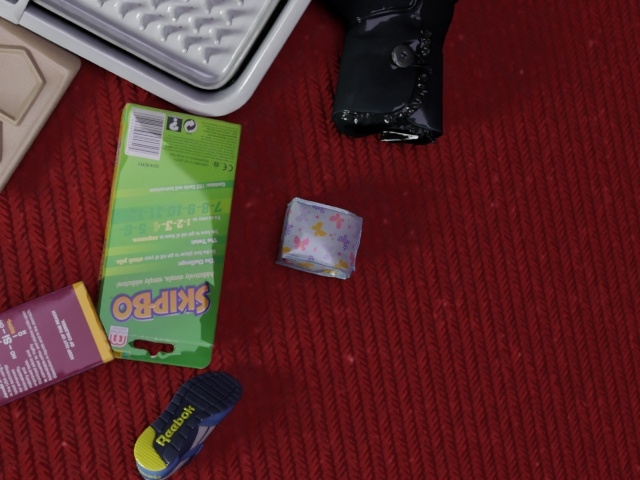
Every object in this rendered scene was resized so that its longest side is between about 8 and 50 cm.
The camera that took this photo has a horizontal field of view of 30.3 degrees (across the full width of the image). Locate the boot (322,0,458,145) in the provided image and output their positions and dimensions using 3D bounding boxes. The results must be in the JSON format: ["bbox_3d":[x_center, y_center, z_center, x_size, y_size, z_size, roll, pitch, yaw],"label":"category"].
[{"bbox_3d":[0.039,-0.224,1.284,0.246,0.094,0.207,17,75,-24],"label":"boot"}]

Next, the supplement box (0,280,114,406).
[{"bbox_3d":[-0.294,0.109,1.104,0.188,0.104,0.081,-22,90,-11],"label":"supplement box"}]

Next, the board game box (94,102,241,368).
[{"bbox_3d":[-0.159,-0.003,1.219,0.124,0.039,0.260,10,78,-18],"label":"board game box"}]

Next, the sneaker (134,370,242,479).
[{"bbox_3d":[-0.136,0.189,1.200,0.053,0.059,0.144,35,53,19],"label":"sneaker"}]

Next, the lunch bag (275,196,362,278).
[{"bbox_3d":[0.000,0.000,1.268,0.083,0.053,0.071,13,77,-9],"label":"lunch bag"}]

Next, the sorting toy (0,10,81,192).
[{"bbox_3d":[-0.367,-0.149,1.162,0.193,0.038,0.208,33,69,-14],"label":"sorting toy"}]

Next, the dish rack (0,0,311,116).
[{"bbox_3d":[-0.166,-0.305,1.171,0.332,0.072,0.286,27,114,-17],"label":"dish rack"}]
